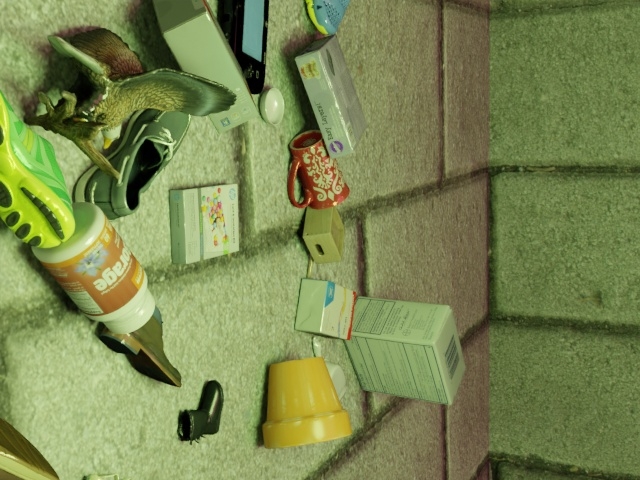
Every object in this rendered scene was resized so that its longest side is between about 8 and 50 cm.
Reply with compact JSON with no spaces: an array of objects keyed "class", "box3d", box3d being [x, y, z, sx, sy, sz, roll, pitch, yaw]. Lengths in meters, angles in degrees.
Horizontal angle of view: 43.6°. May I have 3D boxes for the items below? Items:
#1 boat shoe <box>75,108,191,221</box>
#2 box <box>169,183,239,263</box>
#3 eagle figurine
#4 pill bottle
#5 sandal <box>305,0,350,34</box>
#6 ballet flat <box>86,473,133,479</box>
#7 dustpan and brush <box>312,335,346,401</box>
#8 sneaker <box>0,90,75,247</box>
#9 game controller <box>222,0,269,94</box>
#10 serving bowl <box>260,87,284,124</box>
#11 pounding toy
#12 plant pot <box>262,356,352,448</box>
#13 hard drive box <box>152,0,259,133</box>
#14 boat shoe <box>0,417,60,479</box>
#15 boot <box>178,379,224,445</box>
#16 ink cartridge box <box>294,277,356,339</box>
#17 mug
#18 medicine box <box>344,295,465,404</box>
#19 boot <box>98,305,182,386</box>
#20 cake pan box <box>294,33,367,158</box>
[{"class":"boat shoe","box3d":[-0.297,-0.145,1.400,0.319,0.099,0.116,-59,141,-43]},{"class":"box","box3d":[-0.230,-0.037,1.608,0.186,0.038,0.145,-15,106,-63]},{"class":"eagle figurine","box3d":[-0.310,-0.238,1.272,0.298,0.225,0.226,-42,106,-39]},{"class":"pill bottle","box3d":[-0.354,0.051,1.285,0.121,0.121,0.216,-66,146,-35]},{"class":"sandal","box3d":[0.055,-0.659,1.993,0.126,0.138,0.317,39,61,-60]},{"class":"ballet flat","box3d":[-0.350,0.438,1.406,0.168,0.057,0.052,41,47,-57]},{"class":"dustpan and brush","box3d":[0.012,0.346,2.111,0.147,0.060,0.211,-46,139,-54]},{"class":"sneaker","box3d":[-0.449,-0.125,1.132,0.123,0.109,0.295,-112,179,-64]},{"class":"game controller","box3d":[-0.152,-0.473,1.685,0.166,0.067,0.319,3,91,-63]},{"class":"serving bowl","box3d":[-0.114,-0.303,1.815,0.083,0.027,0.083,-8,99,-62]},{"class":"pounding toy","box3d":[0.000,0.000,2.017,0.141,0.100,0.130,66,23,-45]},{"class":"plant pot","box3d":[-0.042,0.373,1.866,0.205,0.205,0.188,11,68,-63]},{"class":"hard drive box","box3d":[-0.212,-0.343,1.466,0.181,0.089,0.232,-112,176,-45]},{"class":"boat shoe","box3d":[-0.493,0.300,1.077,0.123,0.123,0.342,-48,149,-8]},{"class":"boot","box3d":[-0.243,0.347,1.618,0.099,0.045,0.121,6,88,-59]},{"class":"ink cartridge box","box3d":[0.026,0.184,2.081,0.231,0.078,0.134,25,70,-61]},{"class":"mug","box3d":[-0.012,-0.164,1.944,0.150,0.113,0.169,-59,139,-45]},{"class":"medicine box","box3d":[0.236,0.309,2.271,0.149,0.289,0.263,-59,142,-39]},{"class":"boot","box3d":[-0.299,0.181,1.448,0.219,0.082,0.106,56,48,-47]},{"class":"cake pan box","box3d":[0.034,-0.350,1.943,0.246,0.070,0.267,-64,136,-62]}]
